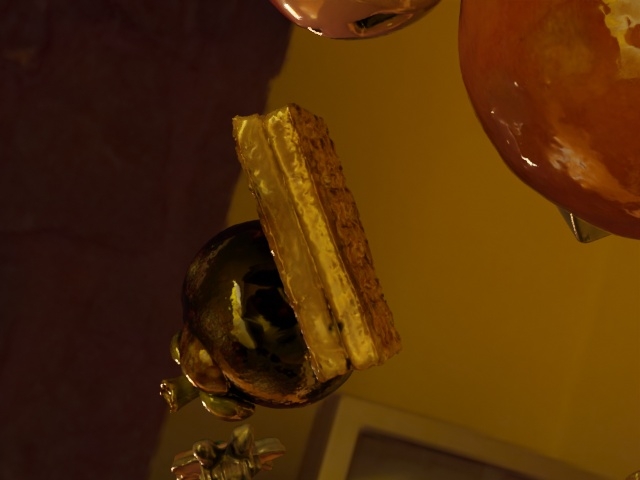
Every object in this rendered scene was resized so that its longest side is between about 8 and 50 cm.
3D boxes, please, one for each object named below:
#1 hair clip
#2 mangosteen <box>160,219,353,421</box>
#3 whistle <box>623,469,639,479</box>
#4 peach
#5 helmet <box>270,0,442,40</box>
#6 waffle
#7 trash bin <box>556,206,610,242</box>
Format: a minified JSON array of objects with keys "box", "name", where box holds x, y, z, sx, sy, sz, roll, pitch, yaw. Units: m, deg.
[{"box":[-0.103,0.265,1.601,0.137,0.090,0.278,-15,-6,-9],"name":"hair clip"},{"box":[-0.075,0.127,2.043,0.296,0.297,0.313,17,-53,-2],"name":"mangosteen"},{"box":[0.377,0.258,1.332,0.220,0.057,0.107,-18,-60,19],"name":"whistle"},{"box":[0.251,-0.167,0.939,0.342,0.343,0.301,6,-15,36],"name":"peach"},{"box":[0.052,-0.305,1.585,0.253,0.198,0.154,-31,-88,42],"name":"helmet"},{"box":[-0.001,0.000,1.567,0.091,0.308,0.213,-19,-3,8],"name":"waffle"},{"box":[0.379,-0.118,1.869,0.176,0.236,0.101,-20,-49,2],"name":"trash bin"}]
